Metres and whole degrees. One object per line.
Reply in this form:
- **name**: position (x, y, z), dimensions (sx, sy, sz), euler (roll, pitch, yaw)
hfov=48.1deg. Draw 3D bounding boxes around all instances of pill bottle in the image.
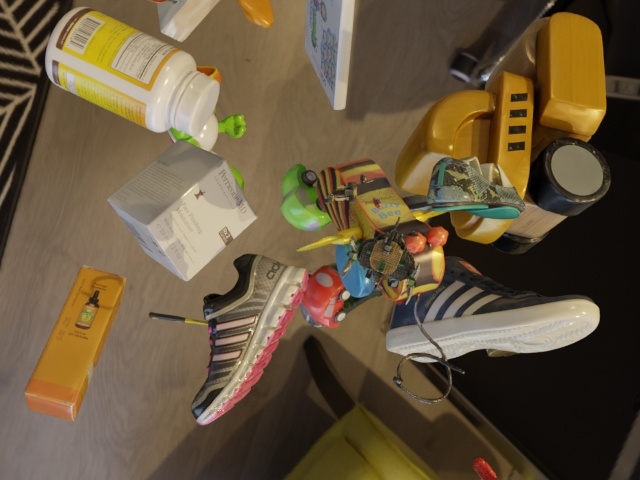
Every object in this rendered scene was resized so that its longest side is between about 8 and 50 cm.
- **pill bottle**: position (-0.252, -0.224, 0.979), dimensions (0.215, 0.117, 0.117), euler (26, 98, 3)

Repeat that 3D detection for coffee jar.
- **coffee jar**: position (0.048, 0.072, 1.221), dimensions (0.184, 0.079, 0.096), euler (-23, 99, -36)

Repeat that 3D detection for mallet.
- **mallet**: position (-0.296, 0.185, 1.636), dimensions (0.190, 0.062, 0.039), euler (5, 73, 18)

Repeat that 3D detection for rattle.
- **rattle**: position (-0.169, -0.358, 1.096), dimensions (0.200, 0.130, 0.142), euler (-21, 105, 25)

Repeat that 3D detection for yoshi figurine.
- **yoshi figurine**: position (-0.264, -0.219, 1.719), dimensions (0.204, 0.203, 0.362), euler (-13, 131, -11)

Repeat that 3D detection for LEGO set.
- **LEGO set**: position (0.036, -0.001, 0.445), dimensions (0.054, 0.023, 0.083), euler (-11, 94, 18)

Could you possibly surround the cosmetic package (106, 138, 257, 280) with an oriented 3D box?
- **cosmetic package**: position (-0.247, -0.058, 1.297), dimensions (0.184, 0.151, 0.151), euler (-44, 135, -19)

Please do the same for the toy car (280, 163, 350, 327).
- **toy car**: position (0.000, 0.000, 0.993), dimensions (0.053, 0.239, 0.224), euler (-23, 79, -36)

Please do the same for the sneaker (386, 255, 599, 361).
- **sneaker**: position (0.241, 0.087, 1.070), dimensions (0.131, 0.350, 0.148), euler (28, 61, -38)

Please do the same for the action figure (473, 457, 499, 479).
- **action figure**: position (0.238, 0.363, 0.756), dimensions (0.092, 0.280, 0.139), euler (-31, 110, -8)

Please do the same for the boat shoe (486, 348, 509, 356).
- **boat shoe**: position (0.421, 0.215, 1.592), dimensions (0.080, 0.073, 0.224), euler (-24, 161, 28)

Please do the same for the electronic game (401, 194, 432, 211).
- **electronic game**: position (0.236, -0.082, 1.552), dimensions (0.229, 0.229, 0.048), euler (-12, 93, -17)

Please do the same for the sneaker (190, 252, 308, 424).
- **sneaker**: position (-0.079, 0.083, 0.644), dimensions (0.075, 0.063, 0.170), euler (32, 100, 11)

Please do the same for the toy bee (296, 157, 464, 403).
- **toy bee**: position (0.094, 0.003, 0.809), dimensions (0.195, 0.298, 0.162), euler (-36, 160, -28)

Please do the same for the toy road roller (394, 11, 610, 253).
- **toy road roller**: position (0.241, -0.156, 0.991), dimensions (0.241, 0.202, 0.329), euler (13, 67, -8)

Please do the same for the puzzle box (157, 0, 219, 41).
- **puzzle box**: position (-0.236, -0.619, 1.411), dimensions (0.052, 0.408, 0.272), euler (20, 136, -42)

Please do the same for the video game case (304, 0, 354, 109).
- **video game case**: position (0.008, -0.266, 0.885), dimensions (0.019, 0.143, 0.157), euler (-10, 139, -13)

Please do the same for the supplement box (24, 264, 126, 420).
- **supplement box**: position (-0.383, 0.158, 1.134), dimensions (0.078, 0.233, 0.080), euler (17, 146, -5)

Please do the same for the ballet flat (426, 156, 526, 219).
- **ballet flat**: position (0.177, -0.059, 0.787), dimensions (0.188, 0.070, 0.070), euler (3, 110, -57)
